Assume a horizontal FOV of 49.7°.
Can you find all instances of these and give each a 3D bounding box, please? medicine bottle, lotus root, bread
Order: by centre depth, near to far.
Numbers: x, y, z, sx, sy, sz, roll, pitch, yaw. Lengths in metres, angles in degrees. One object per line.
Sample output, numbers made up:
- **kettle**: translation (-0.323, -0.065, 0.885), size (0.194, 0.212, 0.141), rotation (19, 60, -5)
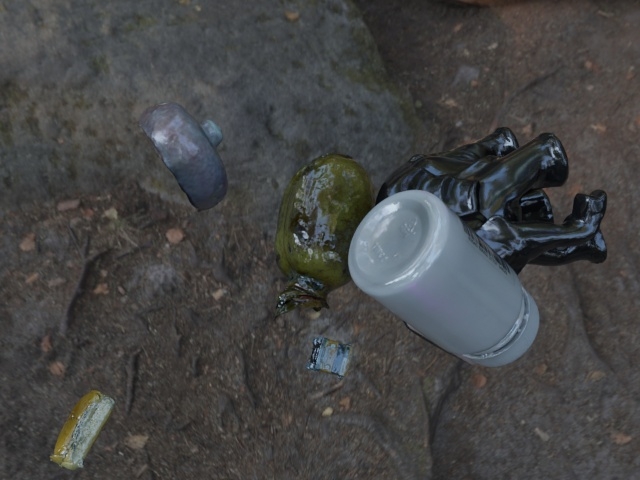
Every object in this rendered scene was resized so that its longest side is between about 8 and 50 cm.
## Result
- **medicine bottle**: translation (0.118, 0.041, 0.632), size (0.103, 0.187, 0.102), rotation (-27, 45, 31)
- **bread**: translation (-0.319, 0.253, 0.927), size (0.053, 0.072, 0.106), rotation (32, 73, -8)
- **lotus root**: translation (0.002, 0.001, 1.041), size (0.154, 0.154, 0.278), rotation (12, 73, 3)

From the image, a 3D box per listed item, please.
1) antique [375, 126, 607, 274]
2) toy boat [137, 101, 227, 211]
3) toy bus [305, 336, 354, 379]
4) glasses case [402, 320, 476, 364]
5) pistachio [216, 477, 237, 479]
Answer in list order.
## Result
- **antique**: translation (0.197, -0.030, 0.912), size (0.255, 0.322, 0.185), rotation (-16, 109, -6)
- **toy boat**: translation (-0.173, -0.120, 0.937), size (0.085, 0.227, 0.155), rotation (-33, 92, -7)
- **toy bus**: translation (0.025, 0.301, 1.772), size (0.103, 0.182, 0.091), rotation (16, 79, -4)
- **glasses case**: translation (0.339, 0.230, 1.845), size (0.314, 0.075, 0.122), rotation (32, 68, -26)
- **pistachio**: translation (-0.188, 0.512, 1.385), size (0.090, 0.173, 0.049), rotation (-29, 110, -26)
